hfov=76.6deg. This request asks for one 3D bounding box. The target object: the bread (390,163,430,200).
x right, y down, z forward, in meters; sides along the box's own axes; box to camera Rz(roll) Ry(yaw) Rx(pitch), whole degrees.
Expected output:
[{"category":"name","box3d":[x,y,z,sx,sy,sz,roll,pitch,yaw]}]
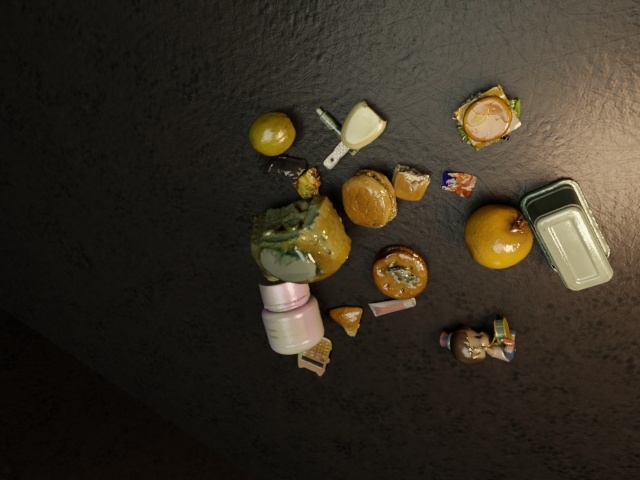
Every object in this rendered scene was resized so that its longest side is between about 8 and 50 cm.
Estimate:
[{"category":"bread","box3d":[0.302,-0.191,1.382,0.125,0.082,0.106,18,116,10]}]

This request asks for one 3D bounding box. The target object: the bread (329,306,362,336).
[{"category":"bread","box3d":[0.132,0.331,1.738,0.154,0.054,0.136,44,120,-7]}]

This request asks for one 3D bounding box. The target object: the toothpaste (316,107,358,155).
[{"category":"toothpaste","box3d":[0.059,-0.383,1.414,0.204,0.031,0.049,45,124,-6]}]

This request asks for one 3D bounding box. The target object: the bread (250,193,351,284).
[{"category":"bread","box3d":[-0.115,0.023,1.484,0.395,0.264,0.239,-11,126,30]}]

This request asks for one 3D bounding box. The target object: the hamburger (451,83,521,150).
[{"category":"hamburger","box3d":[0.496,-0.367,1.208,0.190,0.093,0.164,-15,111,29]}]

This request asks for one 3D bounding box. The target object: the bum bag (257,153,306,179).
[{"category":"bum bag","box3d":[-0.148,-0.281,1.535,0.198,0.049,0.087,14,78,16]}]

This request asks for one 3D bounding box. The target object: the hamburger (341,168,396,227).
[{"category":"hamburger","box3d":[0.169,-0.147,1.425,0.214,0.108,0.213,29,139,29]}]

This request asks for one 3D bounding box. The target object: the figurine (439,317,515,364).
[{"category":"figurine","box3d":[0.589,0.384,1.528,0.276,0.161,0.158,-16,86,26]}]

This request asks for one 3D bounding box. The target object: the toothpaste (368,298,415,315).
[{"category":"toothpaste","box3d":[0.291,0.266,1.649,0.195,0.043,0.067,-20,109,35]}]

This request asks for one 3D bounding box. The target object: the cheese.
[{"category":"cheese","box3d":[0.102,-0.342,1.378,0.127,0.054,0.251,43,112,-1]}]

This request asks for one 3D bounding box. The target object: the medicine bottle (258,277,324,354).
[{"category":"medicine bottle","box3d":[-0.128,0.294,1.709,0.241,0.241,0.301,-8,103,25]}]

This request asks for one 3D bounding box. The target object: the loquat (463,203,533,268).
[{"category":"loquat","box3d":[0.566,-0.012,1.294,0.208,0.208,0.208,9,118,18]}]

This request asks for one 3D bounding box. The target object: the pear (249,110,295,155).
[{"category":"pear","box3d":[-0.169,-0.380,1.443,0.162,0.149,0.148,-27,104,12]}]

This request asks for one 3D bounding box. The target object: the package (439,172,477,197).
[{"category":"package","box3d":[0.456,-0.187,1.354,0.111,0.033,0.077,11,96,1]}]

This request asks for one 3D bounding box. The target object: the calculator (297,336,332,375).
[{"category":"calculator","box3d":[-0.024,0.527,1.913,0.157,0.033,0.236,21,119,12]}]

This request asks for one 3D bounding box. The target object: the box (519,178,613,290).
[{"category":"box","box3d":[0.756,-0.005,1.236,0.175,0.182,0.311,-26,104,30]}]

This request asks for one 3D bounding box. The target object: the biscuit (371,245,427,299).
[{"category":"biscuit","box3d":[0.300,0.125,1.555,0.221,0.066,0.220,9,118,18]}]

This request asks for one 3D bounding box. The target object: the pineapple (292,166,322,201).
[{"category":"pineapple","box3d":[-0.050,-0.214,1.532,0.116,0.069,0.137,16,112,20]}]

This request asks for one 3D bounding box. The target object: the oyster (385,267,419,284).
[{"category":"oyster","box3d":[0.308,0.129,1.502,0.100,0.037,0.098,39,145,-22]}]
